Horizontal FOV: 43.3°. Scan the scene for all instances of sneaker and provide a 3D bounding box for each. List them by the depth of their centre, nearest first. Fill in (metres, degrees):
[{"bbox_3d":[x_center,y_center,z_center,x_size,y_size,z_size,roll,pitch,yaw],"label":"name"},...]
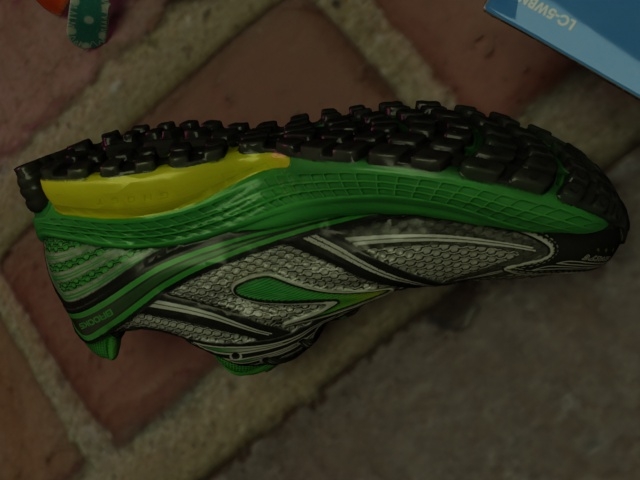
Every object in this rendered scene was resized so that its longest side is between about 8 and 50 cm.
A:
[{"bbox_3d":[0.000,0.000,0.478,0.344,0.134,0.146,-2,111,16],"label":"sneaker"}]

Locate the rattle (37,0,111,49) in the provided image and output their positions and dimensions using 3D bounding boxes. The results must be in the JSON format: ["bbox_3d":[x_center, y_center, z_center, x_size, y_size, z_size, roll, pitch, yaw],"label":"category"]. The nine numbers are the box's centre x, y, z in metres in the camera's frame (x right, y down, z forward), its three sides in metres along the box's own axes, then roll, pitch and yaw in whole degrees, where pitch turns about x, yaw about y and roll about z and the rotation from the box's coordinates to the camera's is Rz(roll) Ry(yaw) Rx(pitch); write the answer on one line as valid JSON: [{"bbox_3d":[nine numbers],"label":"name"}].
[{"bbox_3d":[-0.131,-0.214,0.517,0.200,0.143,0.130,-24,102,9],"label":"rattle"}]

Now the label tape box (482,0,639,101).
[{"bbox_3d":[0.275,-0.182,0.383,0.241,0.106,0.333,37,99,18],"label":"label tape box"}]
